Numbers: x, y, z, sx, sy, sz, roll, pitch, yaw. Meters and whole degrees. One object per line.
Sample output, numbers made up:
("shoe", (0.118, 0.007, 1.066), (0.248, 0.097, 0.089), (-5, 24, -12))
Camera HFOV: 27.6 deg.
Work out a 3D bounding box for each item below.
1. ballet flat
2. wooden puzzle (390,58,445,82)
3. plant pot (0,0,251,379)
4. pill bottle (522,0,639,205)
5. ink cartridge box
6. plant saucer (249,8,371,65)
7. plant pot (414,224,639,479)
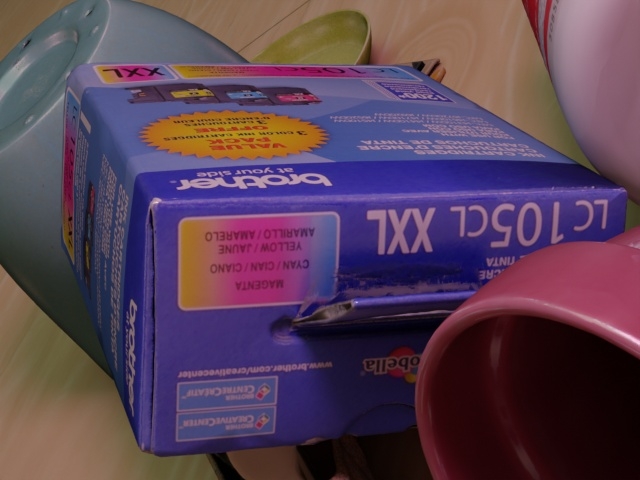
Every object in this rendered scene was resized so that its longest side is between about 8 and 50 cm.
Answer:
("ballet flat", (-0.031, 0.118, 0.828), (0.107, 0.106, 0.316), (-41, 26, -3))
("wooden puzzle", (0.072, -0.148, 1.228), (0.116, 0.014, 0.078), (-6, 40, 48))
("plant pot", (-0.161, -0.062, 1.090), (0.293, 0.235, 0.293), (-30, 34, 23))
("pill bottle", (0.240, -0.200, 0.856), (0.229, 0.229, 0.407), (-30, 28, 17))
("ink cartridge box", (0.000, 0.000, 0.797), (0.270, 0.151, 0.395), (-3, 21, -18))
("plant saucer", (-0.038, -0.141, 1.321), (0.241, 0.037, 0.241), (-31, 28, 19))
("plant pot", (0.172, 0.067, 0.579), (0.180, 0.201, 0.201), (-36, 21, -33))
